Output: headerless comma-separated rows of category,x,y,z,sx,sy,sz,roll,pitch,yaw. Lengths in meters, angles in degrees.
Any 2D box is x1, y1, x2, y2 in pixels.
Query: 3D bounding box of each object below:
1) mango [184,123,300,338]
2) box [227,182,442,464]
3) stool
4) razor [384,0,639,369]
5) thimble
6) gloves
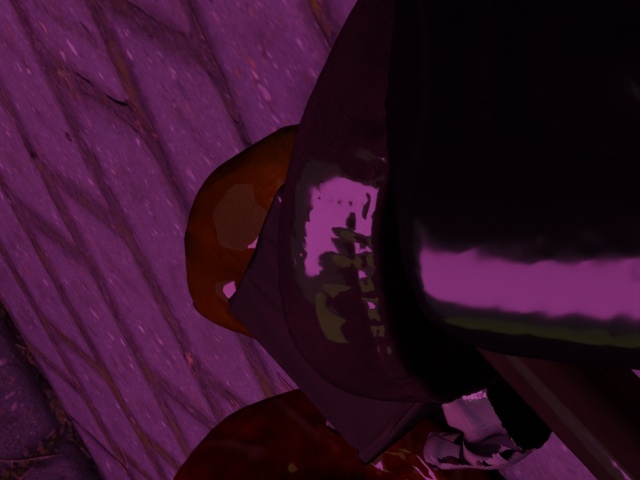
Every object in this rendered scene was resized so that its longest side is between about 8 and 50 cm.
mango,0.000,0.000,1.358,0.166,0.136,0.236,29,149,21
box,0.066,0.011,1.124,0.153,0.188,0.252,50,164,7
stool,0.126,-0.024,0.825,0.178,0.272,0.272,25,150,31
razor,0.182,-0.057,0.575,0.349,0.204,0.113,-3,169,40
thimble,0.006,0.311,1.607,0.350,0.350,0.230,49,161,9
gloves,0.091,0.119,1.396,0.128,0.111,0.212,24,171,-32
